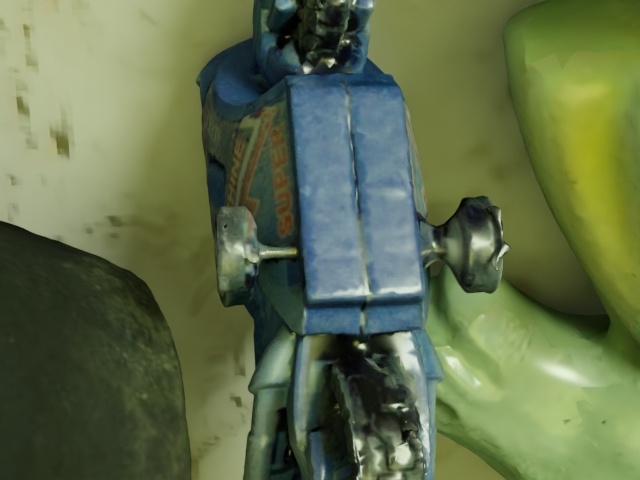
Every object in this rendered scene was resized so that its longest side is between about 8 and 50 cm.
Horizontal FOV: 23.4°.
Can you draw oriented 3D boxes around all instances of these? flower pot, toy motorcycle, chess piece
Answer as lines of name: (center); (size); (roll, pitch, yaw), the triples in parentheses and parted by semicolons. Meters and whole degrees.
flower pot: (-0.126, 0.072, 0.436); (0.148, 0.235, 0.235); (4, 107, -26)
toy motorcycle: (0.000, 0.000, 0.446); (0.076, 0.114, 0.205); (-3, 74, -11)
chess piece: (0.122, -0.013, 0.463); (0.176, 0.176, 0.298); (9, 118, -7)
